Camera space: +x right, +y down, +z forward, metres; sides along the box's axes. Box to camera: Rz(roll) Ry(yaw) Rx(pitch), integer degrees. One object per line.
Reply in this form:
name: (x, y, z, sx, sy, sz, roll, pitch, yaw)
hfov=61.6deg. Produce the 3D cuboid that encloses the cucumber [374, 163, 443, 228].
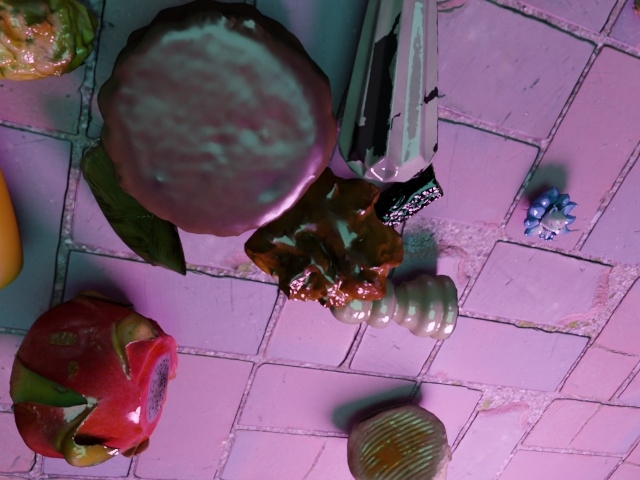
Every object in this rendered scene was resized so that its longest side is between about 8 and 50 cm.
cucumber: (0.094, -0.033, 0.985, 0.300, 0.072, 0.072, -36, 121, 13)

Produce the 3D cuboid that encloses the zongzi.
zongzi: (-0.283, -0.053, 0.814, 0.094, 0.204, 0.205, -32, 122, -14)

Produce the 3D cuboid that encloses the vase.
vase: (0.115, -0.276, 0.806, 0.164, 0.165, 0.361, -2, 117, -11)

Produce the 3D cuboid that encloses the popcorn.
popcorn: (-0.377, -0.274, 0.694, 0.173, 0.173, 0.142, -25, 106, 2)

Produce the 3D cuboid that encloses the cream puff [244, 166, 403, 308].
cream puff: (0.000, 0.000, 0.905, 0.268, 0.155, 0.241, -12, 98, 9)

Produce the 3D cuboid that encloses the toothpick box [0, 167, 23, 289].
toothpick box: (-0.542, -0.043, 0.778, 0.174, 0.175, 0.272, -7, 124, -9)

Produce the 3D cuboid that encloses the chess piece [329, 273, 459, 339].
chess piece: (0.136, 0.124, 1.061, 0.243, 0.133, 0.133, 6, 118, -11)

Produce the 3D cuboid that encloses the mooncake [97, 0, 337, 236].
mooncake: (-0.145, -0.180, 0.780, 0.323, 0.187, 0.324, -6, 122, -9)

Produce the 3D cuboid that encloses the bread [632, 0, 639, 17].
bread: (0.637, -0.378, 0.890, 0.196, 0.102, 0.138, 28, 108, -24)

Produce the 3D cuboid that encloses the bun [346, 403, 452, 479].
bun: (0.188, 0.497, 1.251, 0.243, 0.244, 0.153, -17, 146, -2)

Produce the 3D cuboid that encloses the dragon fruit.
dragon fruit: (-0.356, 0.239, 0.914, 0.189, 0.291, 0.291, 3, 121, 9)

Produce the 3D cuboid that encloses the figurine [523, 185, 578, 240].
figurine: (0.450, -0.055, 1.048, 0.114, 0.079, 0.114, -2, 121, -4)
